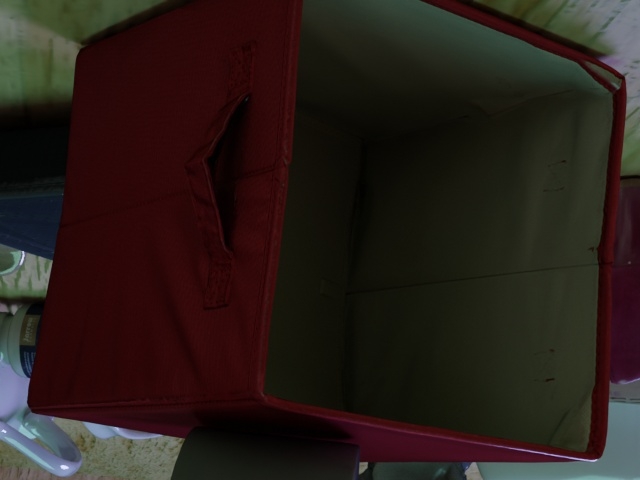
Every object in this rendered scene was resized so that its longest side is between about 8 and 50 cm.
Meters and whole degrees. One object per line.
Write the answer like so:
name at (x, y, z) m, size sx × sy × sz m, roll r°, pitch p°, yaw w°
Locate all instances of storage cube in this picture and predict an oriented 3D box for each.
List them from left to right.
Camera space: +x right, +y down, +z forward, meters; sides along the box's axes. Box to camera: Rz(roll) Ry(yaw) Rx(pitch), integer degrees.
storage cube at (0.000, 0.000, 0.744) m, size 0.215 × 0.183 × 0.193 m, roll 14°, pitch 165°, yaw -35°

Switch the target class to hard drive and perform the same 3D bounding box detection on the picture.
hard drive at (-0.106, -0.016, 0.978) m, size 0.172 × 0.054 × 0.255 m, roll -3°, pitch 167°, yaw 29°

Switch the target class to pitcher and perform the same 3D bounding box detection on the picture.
pitcher at (-0.317, 0.148, 1.524) m, size 0.178 × 0.125 × 0.207 m, roll 42°, pitch -175°, yaw 24°

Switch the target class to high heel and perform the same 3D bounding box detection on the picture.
high heel at (0.259, 0.044, 0.961) m, size 0.244 × 0.117 × 0.082 m, roll 15°, pitch 163°, yaw -34°

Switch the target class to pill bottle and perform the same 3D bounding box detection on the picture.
pill bottle at (-0.235, 0.090, 1.445) m, size 0.120 × 0.067 × 0.067 m, roll 2°, pitch 166°, yaw 10°

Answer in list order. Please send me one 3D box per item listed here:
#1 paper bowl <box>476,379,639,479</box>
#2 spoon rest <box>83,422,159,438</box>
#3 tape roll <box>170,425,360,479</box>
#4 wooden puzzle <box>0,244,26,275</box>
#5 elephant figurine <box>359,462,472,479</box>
paper bowl at (0.228, 0.131, 1.278) m, size 0.284 × 0.148 × 0.284 m, roll 4°, pitch 166°, yaw 1°
spoon rest at (-0.190, 0.185, 1.788) m, size 0.137 × 0.084 × 0.276 m, roll -1°, pitch 164°, yaw 25°
tape roll at (-0.029, 0.188, 0.667) m, size 0.072 × 0.219 × 0.219 m, roll 5°, pitch 166°, yaw 2°
wooden puzzle at (-0.318, -0.039, 1.011) m, size 0.221 × 0.044 × 0.238 m, roll 3°, pitch 161°, yaw 10°
elephant figurine at (0.075, 0.223, 1.506) m, size 0.169 × 0.239 × 0.186 m, roll 17°, pitch 162°, yaw -40°
